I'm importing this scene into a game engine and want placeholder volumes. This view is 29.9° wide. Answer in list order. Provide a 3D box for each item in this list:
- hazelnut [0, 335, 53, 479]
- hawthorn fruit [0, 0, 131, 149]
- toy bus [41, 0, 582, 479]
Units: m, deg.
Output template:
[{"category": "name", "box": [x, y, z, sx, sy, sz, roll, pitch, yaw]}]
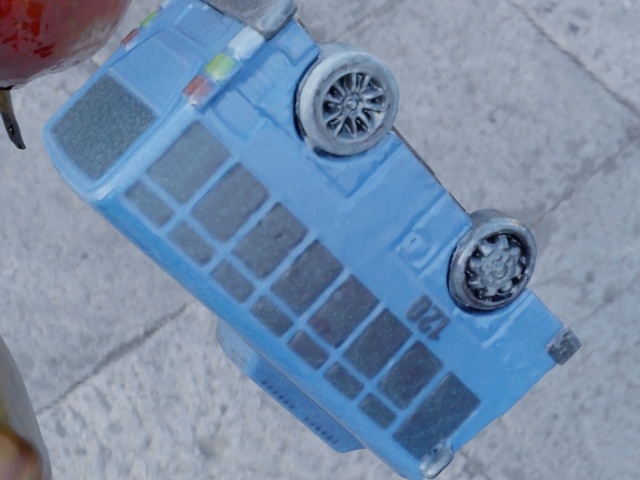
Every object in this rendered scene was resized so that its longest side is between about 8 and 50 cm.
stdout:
[{"category": "hazelnut", "box": [-0.220, 0.099, 0.491, 0.214, 0.176, 0.214, 6, 69, -16]}, {"category": "hawthorn fruit", "box": [-0.258, -0.213, 0.914, 0.254, 0.300, 0.254, -5, 28, 3]}, {"category": "toy bus", "box": [0.000, 0.000, 0.539, 0.133, 0.234, 0.116, -46, 32, -3]}]
